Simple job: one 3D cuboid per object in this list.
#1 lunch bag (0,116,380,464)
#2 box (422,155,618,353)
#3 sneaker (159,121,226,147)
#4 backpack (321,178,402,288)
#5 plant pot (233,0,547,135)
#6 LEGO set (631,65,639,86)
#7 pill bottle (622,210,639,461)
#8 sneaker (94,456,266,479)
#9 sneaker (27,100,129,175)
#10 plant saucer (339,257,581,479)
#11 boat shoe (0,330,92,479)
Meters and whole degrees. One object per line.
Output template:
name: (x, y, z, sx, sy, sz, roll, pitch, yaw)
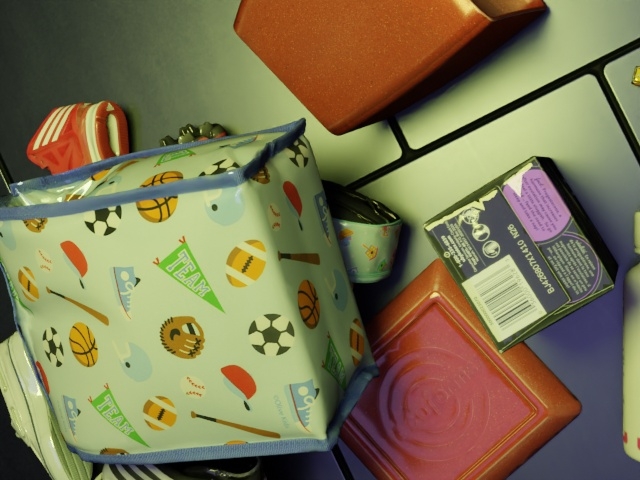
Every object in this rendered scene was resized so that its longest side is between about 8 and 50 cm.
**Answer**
lunch bag: (-0.167, 0.065, 1.491, 0.386, 0.239, 0.327, -11, 104, 24)
box: (0.231, 0.008, 1.505, 0.143, 0.270, 0.165, -32, 85, 13)
sneaker: (-0.216, -0.035, 1.658, 0.276, 0.098, 0.135, -31, 106, -21)
backpack: (0.000, 0.000, 1.615, 0.189, 0.166, 0.144, 8, 97, 17)
plant pot: (0.060, -0.273, 1.551, 0.267, 0.267, 0.236, 48, 115, 7)
LEGO set: (0.464, -0.263, 1.545, 0.244, 0.060, 0.182, -17, 85, 14)
pill bottle: (0.425, 0.107, 1.521, 0.160, 0.160, 0.283, 0, 93, 14)
sneaker: (-0.089, 0.387, 1.602, 0.447, 0.169, 0.257, 39, 141, 10)
sneaker: (-0.310, -0.071, 1.746, 0.128, 0.087, 0.221, 4, 97, 32)
plant saucer: (0.141, 0.198, 1.654, 0.258, 0.048, 0.259, -44, 82, 12)
boat shoe: (-0.369, 0.230, 1.772, 0.076, 0.083, 0.226, -26, 75, 25)
